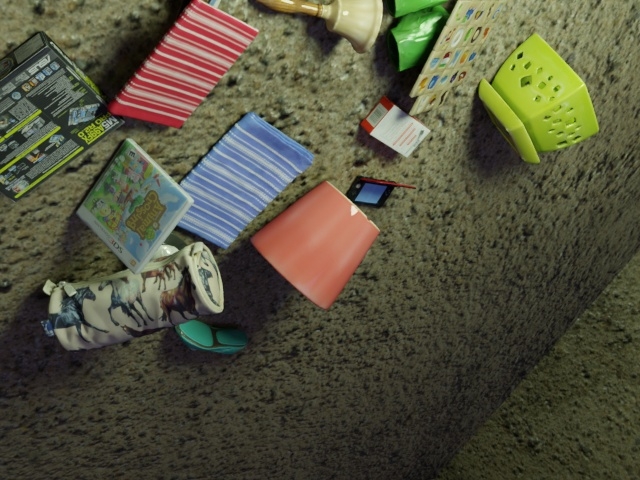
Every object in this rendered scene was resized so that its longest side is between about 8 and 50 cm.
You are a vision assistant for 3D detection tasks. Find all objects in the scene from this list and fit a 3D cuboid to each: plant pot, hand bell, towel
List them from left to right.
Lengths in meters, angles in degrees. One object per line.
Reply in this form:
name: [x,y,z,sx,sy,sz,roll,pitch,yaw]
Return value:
towel: [-0.259,-0.324,1.290,0.275,0.031,0.199,-44,162,21]
towel: [-0.195,-0.130,1.606,0.336,0.040,0.243,-44,141,14]
hand bell: [-0.013,-0.458,1.354,0.242,0.126,0.126,6,129,-24]
plant pot: [0.000,0.000,1.726,0.243,0.275,0.275,-47,142,2]
plant pot: [0.552,-0.348,1.767,0.207,0.228,0.227,-35,143,11]

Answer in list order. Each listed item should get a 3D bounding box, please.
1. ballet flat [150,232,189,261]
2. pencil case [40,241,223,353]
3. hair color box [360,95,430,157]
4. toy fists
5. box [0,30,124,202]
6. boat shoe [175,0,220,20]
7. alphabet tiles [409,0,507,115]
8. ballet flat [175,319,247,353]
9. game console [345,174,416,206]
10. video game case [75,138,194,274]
ballet flat: [-0.345,0.047,1.640,0.095,0.096,0.280,-42,142,14]
pencil case: [-0.409,0.125,1.524,0.411,0.159,0.183,-17,129,14]
hair color box: [0.188,-0.282,1.706,0.167,0.053,0.093,23,115,-46]
toy fists: [0.211,-0.493,1.463,0.142,0.096,0.279,-21,143,-5]
box: [-0.534,-0.217,1.249,0.270,0.060,0.216,-36,143,3]
boat shoe: [-0.208,-0.457,1.217,0.066,0.066,0.183,0,131,-34]
alphabet tiles: [0.318,-0.443,1.565,0.285,0.011,0.342,-28,151,-52]
ballet flat: [-0.321,0.284,1.933,0.247,0.083,0.087,18,134,-43]
game console: [0.159,-0.124,1.829,0.144,0.085,0.124,5,128,-39]
video game case: [-0.389,-0.069,1.418,0.212,0.193,0.023,-49,170,19]
